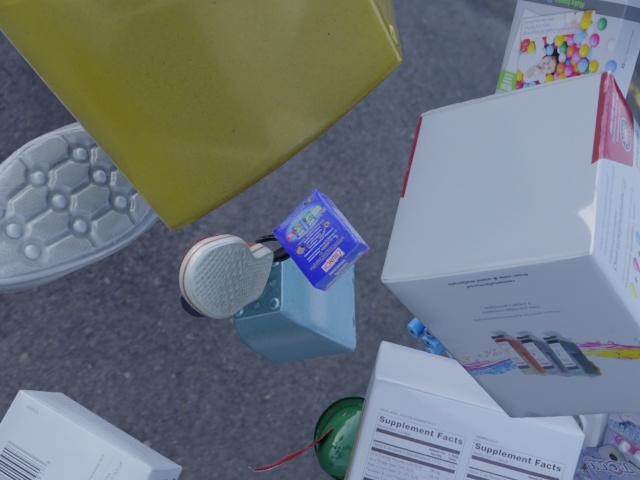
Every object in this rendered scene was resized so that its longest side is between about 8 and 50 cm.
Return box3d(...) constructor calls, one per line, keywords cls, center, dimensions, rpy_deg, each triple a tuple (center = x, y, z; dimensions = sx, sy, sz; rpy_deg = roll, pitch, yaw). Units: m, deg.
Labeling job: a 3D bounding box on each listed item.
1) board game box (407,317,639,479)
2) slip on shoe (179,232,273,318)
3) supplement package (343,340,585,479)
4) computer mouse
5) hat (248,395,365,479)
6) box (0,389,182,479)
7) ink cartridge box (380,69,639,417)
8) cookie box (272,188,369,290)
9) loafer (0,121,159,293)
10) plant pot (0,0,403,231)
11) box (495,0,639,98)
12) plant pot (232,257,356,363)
box3d(cls="board game box", center=(0.332, 0.239, 1.362), dimensions=(0.050, 0.390, 0.390), rpy_deg=(-40, 100, -26))
box3d(cls="slip on shoe", center=(-0.153, 0.042, 1.439), dimensions=(0.331, 0.101, 0.123), rpy_deg=(-6, 112, -81))
box3d(cls="supplement package", center=(0.119, 0.265, 0.981), dimensions=(0.199, 0.198, 0.263), rpy_deg=(-37, 141, -83))
box3d(cls="computer mouse", center=(-0.137, 0.059, 1.640), dimensions=(0.071, 0.242, 0.041), rpy_deg=(53, 19, -10))
box3d(cls="hat", center=(0.023, 0.404, 1.861), dimensions=(0.173, 0.208, 0.183), rpy_deg=(44, 16, 19))
box3d(cls="box", center=(-0.284, 0.287, 1.091), dimensions=(0.181, 0.181, 0.119), rpy_deg=(27, -5, 12))
box3d(cls="ink cartridge box", center=(0.143, 0.012, 0.597), dimensions=(0.176, 0.127, 0.128), rpy_deg=(46, 47, -40))
box3d(cls="cookie box", center=(0.000, 0.000, 1.352), dimensions=(0.107, 0.092, 0.040), rpy_deg=(52, 15, 25))
box3d(cls="loafer", center=(-0.168, -0.053, 0.809), dimensions=(0.112, 0.111, 0.319), rpy_deg=(52, 50, -2))
box3d(cls="plant pot", center=(-0.063, -0.172, 0.635), dimensions=(0.212, 0.187, 0.212), rpy_deg=(-95, 158, -43))
box3d(cls="box", center=(0.235, -0.180, 0.925), dimensions=(0.038, 0.145, 0.186), rpy_deg=(2, 108, -30))
box3d(cls="plant pot", center=(-0.085, 0.143, 2.378), dimensions=(0.252, 0.247, 0.247), rpy_deg=(27, 56, -53))
